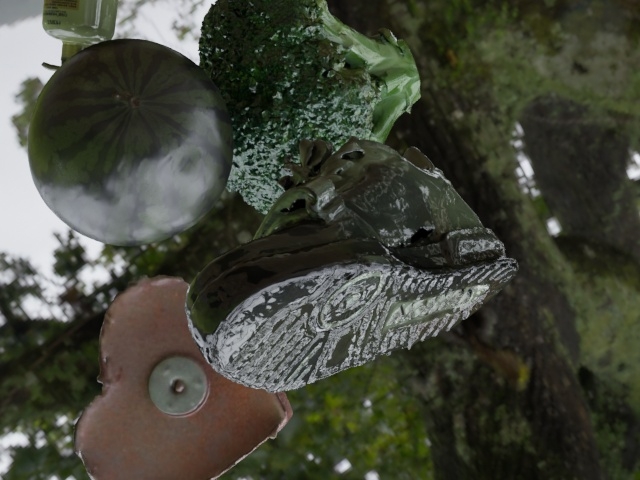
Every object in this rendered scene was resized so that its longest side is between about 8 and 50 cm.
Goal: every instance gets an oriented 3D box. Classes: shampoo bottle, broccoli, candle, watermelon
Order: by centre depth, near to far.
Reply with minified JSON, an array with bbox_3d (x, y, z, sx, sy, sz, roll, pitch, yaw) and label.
[{"bbox_3d":[-0.188,-0.095,1.117,0.212,0.212,0.212,-26,-154,14],"label":"watermelon"},{"bbox_3d":[-0.258,-0.258,1.210,0.079,0.162,0.079,7,-176,0],"label":"shampoo bottle"},{"bbox_3d":[-0.019,-0.169,1.267,0.275,0.308,0.308,-22,-157,-16],"label":"broccoli"},{"bbox_3d":[-0.180,0.213,1.569,0.287,0.317,0.131,6,176,8],"label":"candle"}]

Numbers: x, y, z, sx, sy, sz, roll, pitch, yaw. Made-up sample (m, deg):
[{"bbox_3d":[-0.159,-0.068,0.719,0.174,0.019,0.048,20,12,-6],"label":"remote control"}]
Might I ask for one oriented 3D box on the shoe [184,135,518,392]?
[{"bbox_3d":[0.001,-0.002,0.713,0.293,0.149,0.109,-3,140,-51],"label":"shoe"}]
